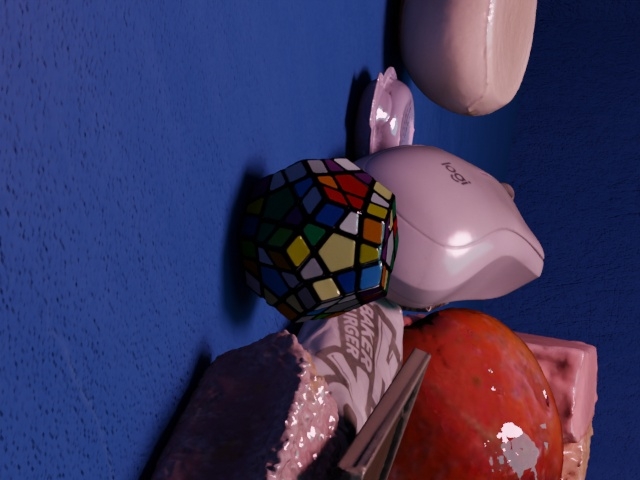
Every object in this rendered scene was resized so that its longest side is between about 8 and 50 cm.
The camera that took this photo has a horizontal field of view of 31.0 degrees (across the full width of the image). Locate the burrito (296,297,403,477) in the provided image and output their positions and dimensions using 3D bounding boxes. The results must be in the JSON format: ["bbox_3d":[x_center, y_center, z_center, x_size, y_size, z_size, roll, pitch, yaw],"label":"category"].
[{"bbox_3d":[-0.006,0.162,0.971,0.445,0.101,0.139,-55,148,-65],"label":"burrito"}]

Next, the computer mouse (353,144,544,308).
[{"bbox_3d":[0.127,-0.028,1.169,0.296,0.184,0.121,-5,134,-49],"label":"computer mouse"}]

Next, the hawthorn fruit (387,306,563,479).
[{"bbox_3d":[0.145,0.237,1.232,0.276,0.276,0.307,77,-12,-56],"label":"hawthorn fruit"}]

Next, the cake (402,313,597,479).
[{"bbox_3d":[0.210,0.265,1.512,0.293,0.314,0.307,20,79,-75],"label":"cake"}]

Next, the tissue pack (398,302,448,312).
[{"bbox_3d":[0.084,0.041,1.278,0.148,0.108,0.060,-2,100,-76],"label":"tissue pack"}]

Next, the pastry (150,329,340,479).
[{"bbox_3d":[-0.060,0.166,0.730,0.265,0.102,0.112,-52,127,-55],"label":"pastry"}]

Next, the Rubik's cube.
[{"bbox_3d":[0.000,0.000,0.886,0.112,0.133,0.133,-42,144,-34],"label":"Rubik's cube"}]

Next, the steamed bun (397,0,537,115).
[{"bbox_3d":[0.167,-0.269,1.396,0.232,0.145,0.232,11,90,-67],"label":"steamed bun"}]

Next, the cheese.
[{"bbox_3d":[0.074,-0.108,1.287,0.245,0.052,0.135,63,38,-69],"label":"cheese"}]

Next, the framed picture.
[{"bbox_3d":[0.019,0.227,0.862,0.189,0.023,0.260,-44,153,-61],"label":"framed picture"}]
